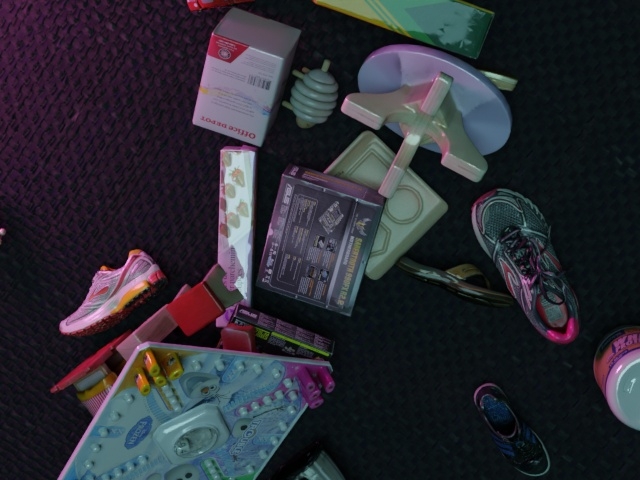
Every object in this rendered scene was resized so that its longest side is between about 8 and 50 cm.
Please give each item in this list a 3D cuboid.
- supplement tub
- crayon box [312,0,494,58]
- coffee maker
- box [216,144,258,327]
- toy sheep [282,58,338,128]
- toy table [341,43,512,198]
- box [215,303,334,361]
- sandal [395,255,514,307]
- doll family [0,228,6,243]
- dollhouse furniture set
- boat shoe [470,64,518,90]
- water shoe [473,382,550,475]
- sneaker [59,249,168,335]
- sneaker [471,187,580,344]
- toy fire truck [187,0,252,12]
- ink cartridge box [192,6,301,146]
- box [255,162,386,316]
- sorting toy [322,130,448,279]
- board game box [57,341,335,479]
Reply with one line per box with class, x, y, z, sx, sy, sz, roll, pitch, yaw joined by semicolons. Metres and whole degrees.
supplement tub;0.547;0.229;1.922;0.144;0.200;0.144;1;101;4
crayon box;0.101;-0.389;1.815;0.322;0.203;0.083;19;102;-7
coffee maker;-0.001;0.481;2.074;0.178;0.120;0.171;50;140;-5
box;-0.148;-0.006;2.004;0.063;0.067;0.324;3;101;3
toy sheep;-0.012;-0.252;1.933;0.091;0.091;0.132;19;121;1
toy table;0.175;-0.201;1.856;0.274;0.161;0.252;18;129;8
box;-0.096;0.221;2.015;0.190;0.045;0.184;22;122;-7
sandal;0.242;0.064;1.987;0.219;0.090;0.060;21;80;7
doll family;-0.705;-0.014;2.040;0.262;0.118;0.163;-4;95;-13
dollhouse furniture set;-0.268;0.230;1.951;0.374;0.152;0.201;-34;97;34
boat shoe;0.251;-0.269;1.922;0.170;0.063;0.059;11;105;12
water shoe;0.342;0.353;2.025;0.073;0.080;0.203;-37;96;11
sneaker;-0.385;0.100;2.046;0.225;0.088;0.093;-35;76;10
sneaker;0.369;0.042;1.945;0.120;0.112;0.299;-32;96;10
toy fire truck;-0.119;-0.424;1.880;0.135;0.192;0.047;-6;101;35
ink cartridge box;-0.125;-0.274;1.890;0.128;0.127;0.176;20;124;1
box;0.000;0.000;1.962;0.183;0.056;0.231;17;118;5
sorting toy;0.090;-0.062;1.990;0.208;0.038;0.193;42;102;-9
board game box;-0.213;0.343;1.919;0.389;0.050;0.390;11;124;-37
